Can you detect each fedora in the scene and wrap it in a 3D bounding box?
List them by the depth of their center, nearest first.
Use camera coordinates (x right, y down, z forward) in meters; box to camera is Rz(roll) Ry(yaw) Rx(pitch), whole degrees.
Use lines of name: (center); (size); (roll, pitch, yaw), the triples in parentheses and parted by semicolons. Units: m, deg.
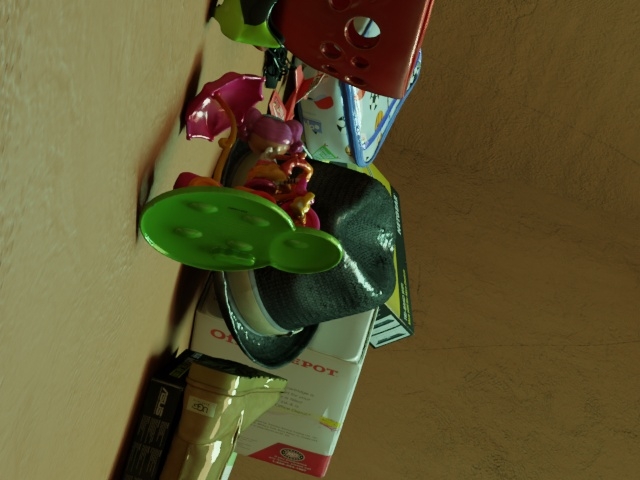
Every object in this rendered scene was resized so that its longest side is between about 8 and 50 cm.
fedora: (0.000, 0.000, 1.612); (0.334, 0.153, 0.334); (-2, 90, -70)

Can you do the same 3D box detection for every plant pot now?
plant pot: (0.027, -0.251, 1.332); (0.191, 0.174, 0.191); (19, 90, -88)

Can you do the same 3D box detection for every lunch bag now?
lunch bag: (0.065, -0.265, 2.062); (0.303, 0.115, 0.243); (-59, 148, -42)

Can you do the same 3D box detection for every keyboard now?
keyboard: (-0.038, -0.237, 1.639); (0.192, 0.038, 0.100); (100, 8, -67)

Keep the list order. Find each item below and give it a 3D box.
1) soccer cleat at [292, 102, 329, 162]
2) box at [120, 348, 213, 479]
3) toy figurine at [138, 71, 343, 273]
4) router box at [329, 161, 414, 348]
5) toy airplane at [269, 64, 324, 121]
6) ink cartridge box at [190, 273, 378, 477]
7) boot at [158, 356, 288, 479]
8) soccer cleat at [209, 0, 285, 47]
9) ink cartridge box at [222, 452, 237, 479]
soccer cleat: (-0.009, -0.151, 2.119); (0.289, 0.093, 0.121); (-69, -166, -15)
box: (-0.186, 0.235, 1.620); (0.184, 0.045, 0.190); (-56, 163, -83)
toy figurine: (-0.059, -0.068, 1.176); (0.130, 0.173, 0.159); (126, -26, -56)
router box: (0.051, -0.015, 2.243); (0.243, 0.081, 0.308); (46, 30, -43)
toy airplane: (-0.044, -0.177, 1.885); (0.151, 0.028, 0.151); (-45, 148, -39)
ink cartridge box: (-0.061, 0.172, 1.883); (0.306, 0.226, 0.131); (106, 2, -49)
boot: (-0.138, 0.270, 1.566); (0.236, 0.089, 0.269); (18, 89, -71)
soccer cleat: (-0.036, -0.246, 1.138); (0.060, 0.072, 0.178); (-66, 174, -70)
ink cartridge box: (-0.201, 0.415, 2.244); (0.171, 0.056, 0.235); (50, 58, -78)
